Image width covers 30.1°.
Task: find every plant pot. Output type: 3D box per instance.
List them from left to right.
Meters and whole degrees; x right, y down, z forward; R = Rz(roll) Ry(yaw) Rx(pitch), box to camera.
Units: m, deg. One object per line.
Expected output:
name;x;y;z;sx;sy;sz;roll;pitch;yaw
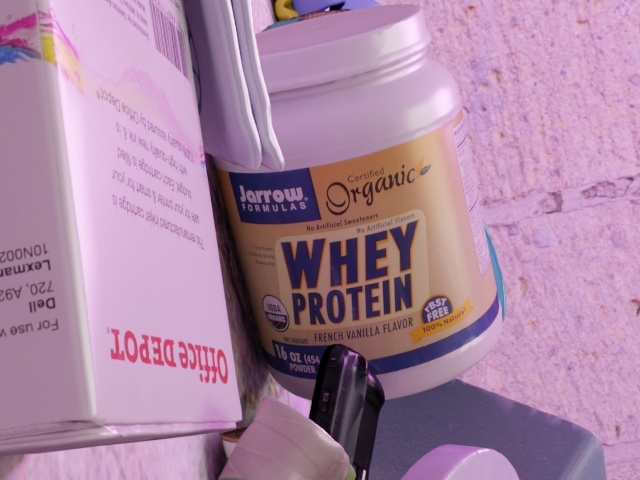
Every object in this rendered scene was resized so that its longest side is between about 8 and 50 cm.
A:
plant pot;0.122;0.309;1.186;0.252;0.247;0.248;-54;145;-26

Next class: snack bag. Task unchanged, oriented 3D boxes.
snack bag;-0.100;-0.221;0.754;0.323;0.037;0.342;-151;-131;-73

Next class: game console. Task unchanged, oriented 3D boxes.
game console;-0.001;0.264;0.913;0.213;0.044;0.361;62;36;-59

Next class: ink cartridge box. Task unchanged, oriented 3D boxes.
ink cartridge box;-0.131;-0.044;0.530;0.201;0.117;0.278;35;45;-76

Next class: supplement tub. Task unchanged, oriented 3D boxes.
supplement tub;0.028;-0.037;1.076;0.228;0.228;0.316;-70;148;-70

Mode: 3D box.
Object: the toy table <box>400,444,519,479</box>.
toy table;0.008;0.251;0.687;0.252;0.161;0.274;52;50;-39

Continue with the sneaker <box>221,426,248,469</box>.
sneaker;-0.037;0.195;0.975;0.192;0.064;0.086;22;64;-76

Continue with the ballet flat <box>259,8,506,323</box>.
ballet flat;0.064;-0.069;1.397;0.164;0.182;0.483;-51;128;-26

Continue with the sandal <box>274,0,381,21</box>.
sandal;0.014;-0.276;1.495;0.126;0.138;0.317;42;37;-70

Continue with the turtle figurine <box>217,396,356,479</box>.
turtle figurine;-0.033;0.227;0.515;0.275;0.266;0.198;43;-17;-21
